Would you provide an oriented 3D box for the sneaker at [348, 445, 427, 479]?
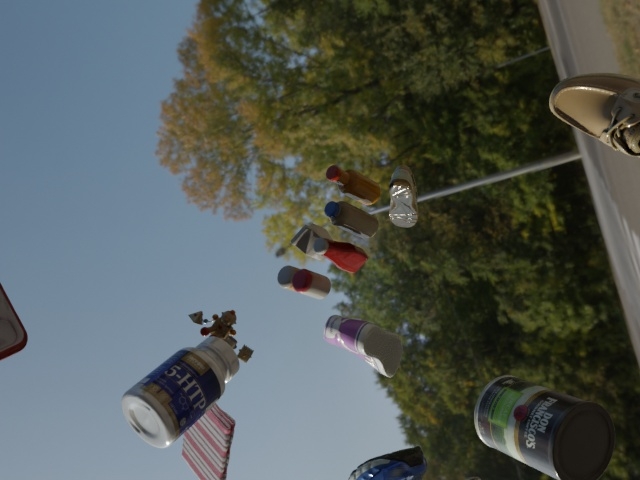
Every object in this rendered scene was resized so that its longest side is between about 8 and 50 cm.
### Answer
[{"bbox_3d":[0.111,0.472,1.042,0.130,0.330,0.147,-3,-144,-30],"label":"sneaker"}]

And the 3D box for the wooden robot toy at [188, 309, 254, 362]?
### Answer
[{"bbox_3d":[-0.214,0.196,1.428,0.173,0.079,0.076,38,-172,13],"label":"wooden robot toy"}]

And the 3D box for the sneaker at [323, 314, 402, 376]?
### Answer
[{"bbox_3d":[0.104,0.256,1.614,0.282,0.161,0.102,49,-120,-51],"label":"sneaker"}]

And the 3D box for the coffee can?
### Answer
[{"bbox_3d":[0.552,0.468,1.584,0.275,0.202,0.201,5,119,64],"label":"coffee can"}]

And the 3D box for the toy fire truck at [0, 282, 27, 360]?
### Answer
[{"bbox_3d":[-0.543,0.052,0.788,0.254,0.169,0.302,-27,-91,-53],"label":"toy fire truck"}]

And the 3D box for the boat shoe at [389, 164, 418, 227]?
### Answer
[{"bbox_3d":[0.137,-0.070,1.022,0.135,0.050,0.045,79,-158,-59],"label":"boat shoe"}]

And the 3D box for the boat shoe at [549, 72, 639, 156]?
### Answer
[{"bbox_3d":[0.575,-0.214,1.146,0.110,0.341,0.121,-38,-39,-42],"label":"boat shoe"}]

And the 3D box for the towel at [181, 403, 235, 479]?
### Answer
[{"bbox_3d":[-0.216,0.388,1.223,0.029,0.144,0.197,-10,-58,-39],"label":"towel"}]

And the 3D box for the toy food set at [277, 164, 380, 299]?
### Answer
[{"bbox_3d":[0.000,0.000,0.992,0.104,0.232,0.111,23,-152,-44],"label":"toy food set"}]

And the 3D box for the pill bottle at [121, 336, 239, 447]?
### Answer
[{"bbox_3d":[-0.226,0.245,1.061,0.187,0.112,0.112,-39,-68,-46],"label":"pill bottle"}]

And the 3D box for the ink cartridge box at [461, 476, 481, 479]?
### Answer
[{"bbox_3d":[0.162,0.484,0.779,0.071,0.324,0.330,-14,-112,-33],"label":"ink cartridge box"}]
